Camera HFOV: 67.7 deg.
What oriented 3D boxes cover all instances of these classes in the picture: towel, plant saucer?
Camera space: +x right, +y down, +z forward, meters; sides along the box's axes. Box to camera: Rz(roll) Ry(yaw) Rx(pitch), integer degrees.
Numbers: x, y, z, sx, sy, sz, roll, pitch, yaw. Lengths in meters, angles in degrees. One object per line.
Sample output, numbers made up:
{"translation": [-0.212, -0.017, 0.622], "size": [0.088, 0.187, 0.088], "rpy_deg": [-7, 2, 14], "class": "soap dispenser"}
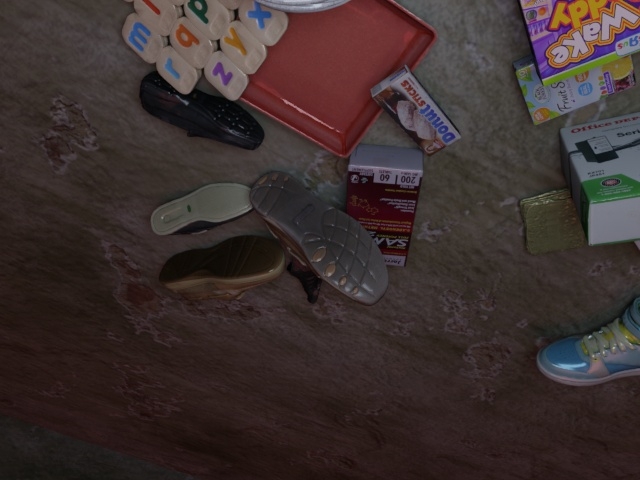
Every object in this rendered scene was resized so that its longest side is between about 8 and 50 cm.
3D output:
{"translation": [0.436, -0.033, 0.892], "size": [0.110, 0.027, 0.148], "rpy_deg": [-11, 129, 21], "class": "towel"}
{"translation": [-0.002, -0.285, 0.730], "size": [0.259, 0.047, 0.258], "rpy_deg": [28, 133, -14], "class": "plant saucer"}

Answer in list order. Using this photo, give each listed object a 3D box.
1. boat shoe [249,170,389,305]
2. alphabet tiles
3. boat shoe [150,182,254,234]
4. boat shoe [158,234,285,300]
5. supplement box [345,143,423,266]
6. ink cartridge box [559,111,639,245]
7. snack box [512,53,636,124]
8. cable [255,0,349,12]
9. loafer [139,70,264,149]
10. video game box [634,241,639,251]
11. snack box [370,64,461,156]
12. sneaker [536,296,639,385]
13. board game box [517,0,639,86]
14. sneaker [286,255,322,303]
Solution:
{"translation": [0.000, 0.000, 0.898], "size": [0.324, 0.123, 0.116], "rpy_deg": [46, 164, 20], "class": "boat shoe"}
{"translation": [-0.185, -0.353, 0.685], "size": [0.278, 0.021, 0.284], "rpy_deg": [42, 131, -8], "class": "alphabet tiles"}
{"translation": [-0.233, -0.061, 0.991], "size": [0.233, 0.083, 0.079], "rpy_deg": [-14, 165, 16], "class": "boat shoe"}
{"translation": [-0.208, 0.073, 1.080], "size": [0.341, 0.121, 0.110], "rpy_deg": [-7, 137, 32], "class": "boat shoe"}
{"translation": [0.113, -0.060, 0.904], "size": [0.130, 0.073, 0.239], "rpy_deg": [6, 135, 6], "class": "supplement box"}
{"translation": [0.452, -0.098, 0.701], "size": [0.153, 0.208, 0.086], "rpy_deg": [-10, 127, 20], "class": "ink cartridge box"}
{"translation": [0.369, -0.243, 0.696], "size": [0.141, 0.037, 0.100], "rpy_deg": [-19, 125, 27], "class": "snack box"}
{"translation": [-0.023, -0.401, 0.544], "size": [0.257, 0.089, 0.257], "rpy_deg": [-23, 113, 5], "class": "cable"}
{"translation": [-0.205, -0.213, 0.828], "size": [0.223, 0.076, 0.078], "rpy_deg": [25, 139, -5], "class": "loafer"}
{"translation": [0.613, -0.074, 0.801], "size": [0.205, 0.048, 0.187], "rpy_deg": [-29, 124, 33], "class": "video game box"}
{"translation": [0.155, -0.199, 0.755], "size": [0.064, 0.022, 0.178], "rpy_deg": [-30, 140, 27], "class": "snack box"}
{"translation": [0.628, 0.201, 1.012], "size": [0.319, 0.127, 0.208], "rpy_deg": [-11, 133, 9], "class": "sneaker"}
{"translation": [0.395, -0.356, 0.528], "size": [0.347, 0.078, 0.233], "rpy_deg": [-18, 118, 26], "class": "board game box"}
{"translation": [-0.036, 0.071, 1.081], "size": [0.089, 0.051, 0.170], "rpy_deg": [14, 130, -1], "class": "sneaker"}
